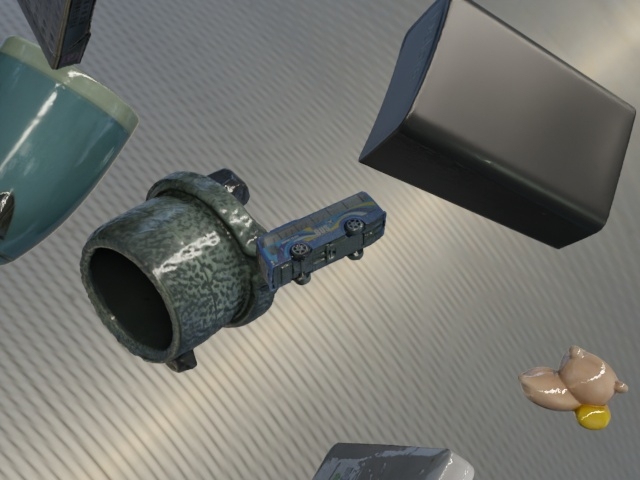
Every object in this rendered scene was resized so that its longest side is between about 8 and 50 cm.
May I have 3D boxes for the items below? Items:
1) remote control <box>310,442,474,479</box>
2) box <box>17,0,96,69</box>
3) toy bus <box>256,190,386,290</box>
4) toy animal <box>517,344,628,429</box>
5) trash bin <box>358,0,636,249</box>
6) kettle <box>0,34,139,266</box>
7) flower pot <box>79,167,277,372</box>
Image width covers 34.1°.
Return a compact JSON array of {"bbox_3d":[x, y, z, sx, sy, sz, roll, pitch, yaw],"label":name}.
[{"bbox_3d":[0.044,0.229,0.921,0.034,0.250,0.103,38,68,-13],"label":"remote control"},{"bbox_3d":[-0.314,-0.345,1.206,0.047,0.325,0.180,-25,84,-24],"label":"box"},{"bbox_3d":[0.000,0.000,1.148,0.153,0.051,0.061,-24,54,-20],"label":"toy bus"},{"bbox_3d":[0.287,0.152,1.178,0.114,0.082,0.091,22,25,14],"label":"toy animal"},{"bbox_3d":[0.177,-0.110,1.017,0.225,0.115,0.165,26,66,-12],"label":"trash bin"},{"bbox_3d":[-0.490,-0.116,1.685,0.247,0.319,0.342,33,82,-19],"label":"kettle"},{"bbox_3d":[-0.197,0.039,1.699,0.299,0.299,0.283,51,50,3],"label":"flower pot"}]
